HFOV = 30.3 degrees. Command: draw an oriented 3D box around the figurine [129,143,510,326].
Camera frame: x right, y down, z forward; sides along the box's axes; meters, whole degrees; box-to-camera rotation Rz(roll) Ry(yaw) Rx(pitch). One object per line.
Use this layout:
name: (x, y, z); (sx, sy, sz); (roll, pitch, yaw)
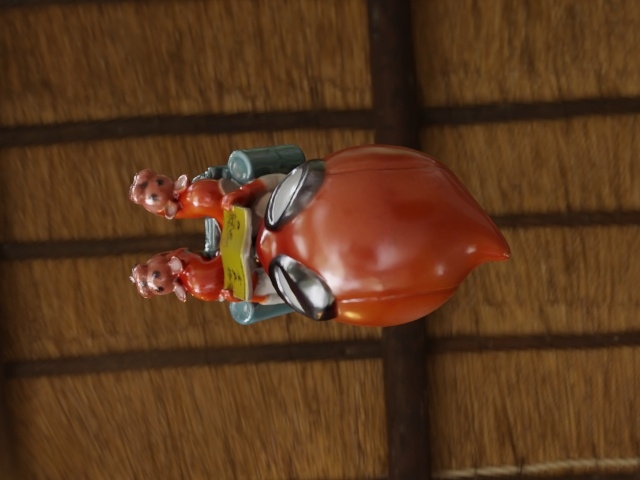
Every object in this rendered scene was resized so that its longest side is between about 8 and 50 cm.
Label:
figurine: (0.000, 0.000, 0.415); (0.075, 0.068, 0.140); (-7, -172, -43)
